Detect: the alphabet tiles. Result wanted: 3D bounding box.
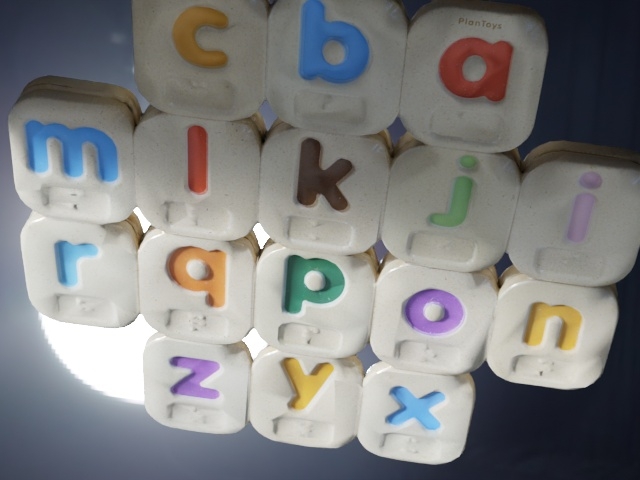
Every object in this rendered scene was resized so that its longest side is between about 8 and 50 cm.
[{"bbox_3d":[0.000,0.000,0.648,0.284,0.021,0.278,7,-48,4],"label":"alphabet tiles"}]
